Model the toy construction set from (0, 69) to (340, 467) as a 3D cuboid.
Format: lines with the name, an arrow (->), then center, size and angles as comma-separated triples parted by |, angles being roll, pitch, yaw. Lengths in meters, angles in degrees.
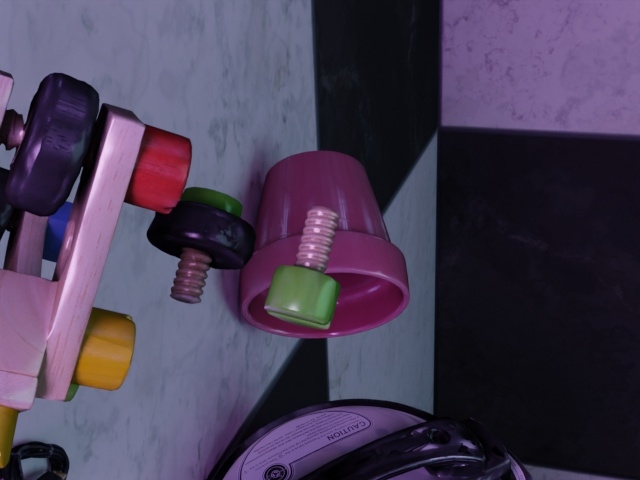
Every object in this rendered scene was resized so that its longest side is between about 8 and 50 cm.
toy construction set -> -0.192, 0.044, 0.399 | 0.308, 0.257, 0.237 | 31, 68, -48

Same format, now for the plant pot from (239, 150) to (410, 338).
plant pot -> 0.000, 0.000, 1.085 | 0.201, 0.201, 0.180 | 62, 21, -62

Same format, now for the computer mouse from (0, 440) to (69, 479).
computer mouse -> -0.217, 0.193, 0.597 | 0.242, 0.041, 0.071 | -49, 133, -76

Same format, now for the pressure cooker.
pressure cooker -> 0.051, 0.389, 1.019 | 0.370, 0.375, 0.421 | -63, 154, -45
